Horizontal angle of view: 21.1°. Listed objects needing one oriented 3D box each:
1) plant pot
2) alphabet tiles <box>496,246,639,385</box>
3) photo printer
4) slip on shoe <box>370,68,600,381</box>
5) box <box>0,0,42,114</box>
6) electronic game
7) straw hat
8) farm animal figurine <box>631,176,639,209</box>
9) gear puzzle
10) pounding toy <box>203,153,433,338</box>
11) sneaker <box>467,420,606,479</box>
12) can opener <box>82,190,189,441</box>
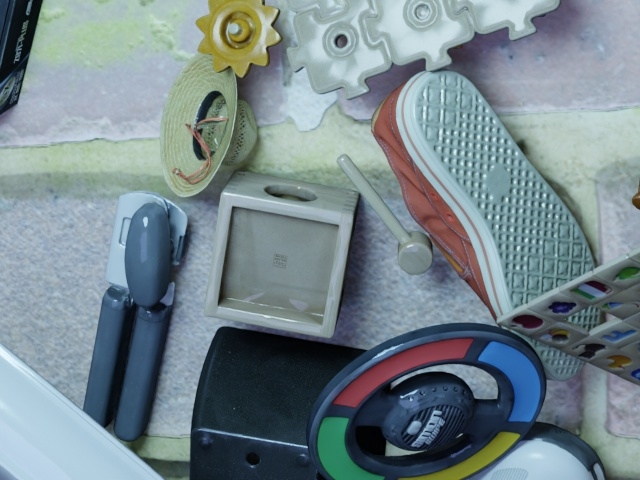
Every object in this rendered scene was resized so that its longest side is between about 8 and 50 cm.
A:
[{"bbox_3d":[-0.042,0.215,1.699,0.188,0.167,0.187,8,113,12],"label":"plant pot"},{"bbox_3d":[0.311,0.074,1.532,0.237,0.009,0.198,23,143,-32],"label":"alphabet tiles"},{"bbox_3d":[-0.268,0.233,1.739,0.307,0.256,0.107,40,71,0],"label":"photo printer"},{"bbox_3d":[0.157,-0.012,1.595,0.331,0.123,0.101,56,153,-17],"label":"slip on shoe"},{"bbox_3d":[-0.376,-0.220,1.679,0.180,0.077,0.147,23,116,7],"label":"box"},{"bbox_3d":[0.098,0.159,1.573,0.229,0.048,0.229,-11,136,-10],"label":"electronic game"},{"bbox_3d":[-0.095,-0.106,1.645,0.061,0.144,0.144,13,122,-34],"label":"straw hat"},{"bbox_3d":[0.425,-0.100,1.417,0.327,0.172,0.330,31,153,2],"label":"farm animal figurine"},{"bbox_3d":[0.044,-0.220,1.547,0.339,0.044,0.175,-18,82,18],"label":"gear puzzle"},{"bbox_3d":[0.007,-0.008,1.644,0.206,0.094,0.181,10,108,3],"label":"pounding toy"},{"bbox_3d":[0.148,0.406,1.664,0.169,0.257,0.447,23,115,7],"label":"sneaker"},{"bbox_3d":[-0.197,0.084,1.732,0.076,0.095,0.283,18,114,10],"label":"can opener"}]
